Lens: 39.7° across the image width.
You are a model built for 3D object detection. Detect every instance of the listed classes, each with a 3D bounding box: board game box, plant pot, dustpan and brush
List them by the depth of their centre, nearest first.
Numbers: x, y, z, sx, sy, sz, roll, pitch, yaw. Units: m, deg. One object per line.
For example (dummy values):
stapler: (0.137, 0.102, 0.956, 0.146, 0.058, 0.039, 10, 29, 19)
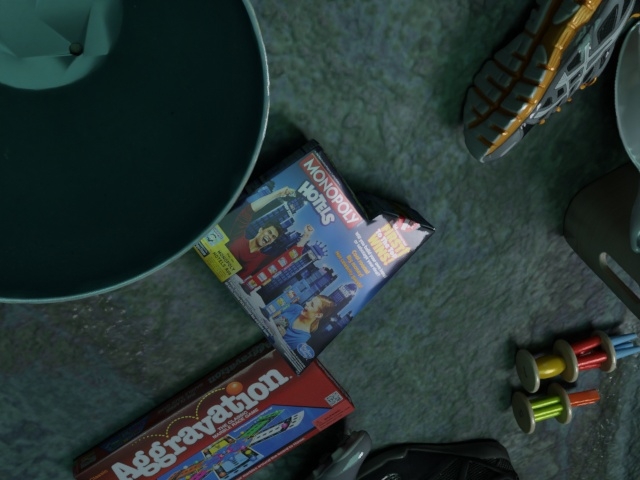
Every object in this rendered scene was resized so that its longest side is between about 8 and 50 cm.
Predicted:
plant pot: (-0.198, -0.129, 0.610, 0.290, 0.195, 0.290, -9, 125, -13)
board game box: (0.000, 0.000, 0.845, 0.194, 0.060, 0.194, -35, 121, -2)
dustpan and brush: (0.331, -0.090, 0.860, 0.147, 0.211, 0.060, 22, 155, -27)
board game box: (-0.115, 0.215, 0.979, 0.281, 0.027, 0.145, -33, 126, 5)

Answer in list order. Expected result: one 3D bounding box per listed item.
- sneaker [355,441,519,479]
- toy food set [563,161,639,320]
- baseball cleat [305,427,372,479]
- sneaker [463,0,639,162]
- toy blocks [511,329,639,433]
sneaker: (0.144, 0.317, 1.073, 0.228, 0.130, 0.087, 0, 121, -15)
toy food set: (0.429, -0.023, 0.881, 0.306, 0.219, 0.092, -29, 127, 1)
baseball cleat: (0.017, 0.312, 1.043, 0.109, 0.072, 0.206, 41, 117, 5)
sneaker: (0.212, -0.157, 0.805, 0.083, 0.084, 0.215, 22, 113, -35)
toy blocks: (0.312, 0.167, 1.074, 0.148, 0.054, 0.123, -12, 125, -11)
